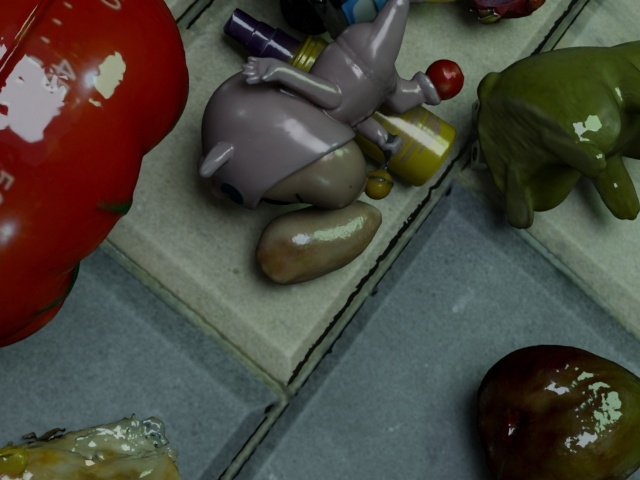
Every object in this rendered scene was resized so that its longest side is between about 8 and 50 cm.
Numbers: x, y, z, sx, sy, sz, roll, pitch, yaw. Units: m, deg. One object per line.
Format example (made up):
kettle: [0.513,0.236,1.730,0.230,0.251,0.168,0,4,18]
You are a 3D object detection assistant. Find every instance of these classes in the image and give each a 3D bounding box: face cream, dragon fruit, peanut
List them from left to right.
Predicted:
peanut: [0.000,0.000,1.481,0.152,0.076,0.076,-21,82,-27]
face cream: [0.015,-0.162,1.537,0.273,0.078,0.078,33,65,-9]
dragon fruit: [0.224,-0.295,1.658,0.112,0.068,0.126,-17,52,12]

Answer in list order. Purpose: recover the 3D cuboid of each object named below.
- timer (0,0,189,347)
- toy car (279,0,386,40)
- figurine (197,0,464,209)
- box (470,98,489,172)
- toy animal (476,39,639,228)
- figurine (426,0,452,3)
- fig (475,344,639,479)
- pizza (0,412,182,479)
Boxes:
timer: [-0.288,-0.095,1.231,0.279,0.378,0.378,34,64,-11]
toy car: [-0.012,-0.351,1.504,0.166,0.198,0.314,-38,88,-4]
figurine: [0.012,-0.123,1.425,0.287,0.176,0.186,-35,86,-4]
box: [0.200,-0.118,1.626,0.054,0.024,0.083,10,70,-17]
toy animal: [0.348,-0.141,1.588,0.363,0.181,0.180,-14,64,-26]
figurine: [0.140,-0.377,1.554,0.167,0.257,0.192,-24,77,-19]
fig: [0.300,0.195,1.499,0.274,0.145,0.170,3,59,-24]
pizza: [-0.302,0.364,1.247,0.435,0.080,0.392,-7,76,-21]
